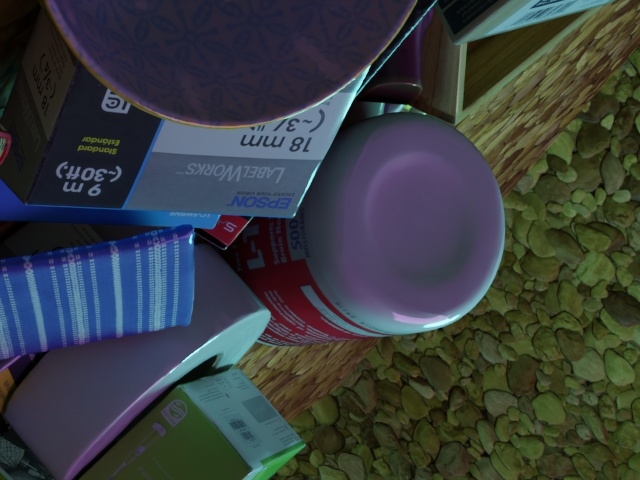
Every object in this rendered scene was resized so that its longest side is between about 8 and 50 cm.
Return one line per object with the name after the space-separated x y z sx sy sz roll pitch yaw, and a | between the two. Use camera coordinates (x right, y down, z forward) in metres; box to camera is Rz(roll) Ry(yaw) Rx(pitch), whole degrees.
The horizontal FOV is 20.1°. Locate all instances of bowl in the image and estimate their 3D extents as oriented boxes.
-0.079 -0.232 1.183 0.289 0.289 0.156 -41 -148 -9 | bowl

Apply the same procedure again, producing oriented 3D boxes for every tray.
0.245 -0.319 2.067 0.411 0.076 0.202 -38 143 -38 | tray

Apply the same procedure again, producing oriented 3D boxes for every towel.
-0.280 0.055 1.608 0.336 0.040 0.243 -10 162 -8 | towel

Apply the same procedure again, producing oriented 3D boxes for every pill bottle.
0.000 0.000 1.985 0.229 0.229 0.408 -37 -168 -29 | pill bottle

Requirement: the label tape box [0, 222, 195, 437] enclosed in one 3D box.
-0.291 0.076 1.858 0.348 0.115 0.249 -38 170 -14 | label tape box

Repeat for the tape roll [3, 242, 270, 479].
-0.189 0.132 1.872 0.286 0.100 0.286 -41 171 -7 | tape roll

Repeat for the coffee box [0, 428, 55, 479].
-0.364 0.400 2.263 0.338 0.334 0.337 -38 168 -24 | coffee box

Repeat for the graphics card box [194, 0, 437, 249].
-0.003 -0.191 1.652 0.371 0.094 0.232 -47 -164 30 | graphics card box

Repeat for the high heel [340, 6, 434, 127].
0.026 -0.212 1.968 0.127 0.181 0.377 5 169 -25 | high heel

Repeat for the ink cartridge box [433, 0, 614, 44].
0.238 -0.277 1.655 0.235 0.088 0.193 -19 171 -37 | ink cartridge box

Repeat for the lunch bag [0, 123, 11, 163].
-0.351 -0.034 1.167 0.258 0.120 0.293 -42 170 0 | lunch bag

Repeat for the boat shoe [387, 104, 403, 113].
0.111 -0.238 2.142 0.267 0.096 0.088 -56 160 24 | boat shoe

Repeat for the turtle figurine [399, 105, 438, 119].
0.169 -0.216 2.435 0.269 0.087 0.217 -43 170 0 | turtle figurine

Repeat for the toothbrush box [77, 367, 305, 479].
-0.176 0.276 1.905 0.283 0.122 0.206 -42 171 11 | toothbrush box

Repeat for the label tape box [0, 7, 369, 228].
-0.117 -0.096 1.425 0.241 0.106 0.333 2 134 -29 | label tape box
